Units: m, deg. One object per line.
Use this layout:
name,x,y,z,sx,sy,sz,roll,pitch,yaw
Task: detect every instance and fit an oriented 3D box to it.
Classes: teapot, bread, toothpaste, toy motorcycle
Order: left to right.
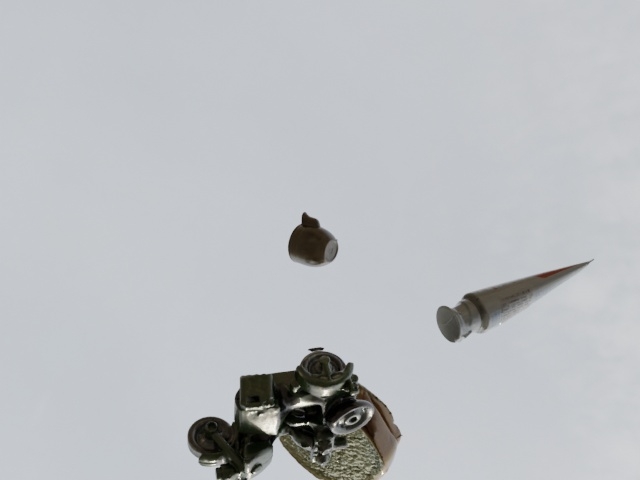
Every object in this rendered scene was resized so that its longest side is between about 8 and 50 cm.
toy motorcycle,-0.061,0.271,1.409,0.205,0.275,0.127,97,-21,-44
teapot,0.000,0.000,1.503,0.080,0.110,0.084,15,-82,34
bread,0.025,0.321,1.577,0.236,0.236,0.070,-1,-151,39
toothpaste,0.264,0.077,1.254,0.057,0.234,0.089,66,-27,13
